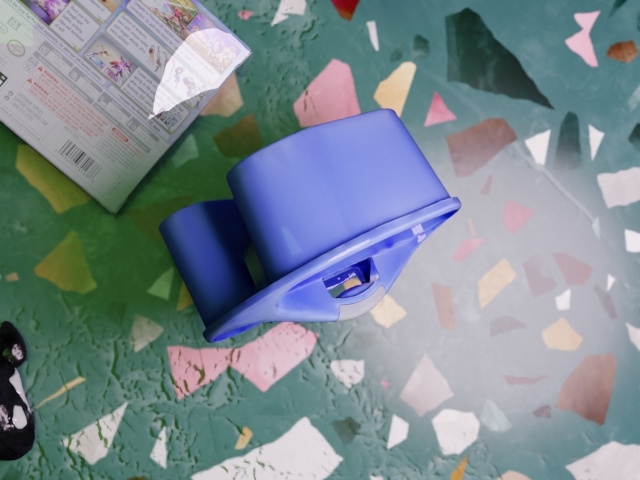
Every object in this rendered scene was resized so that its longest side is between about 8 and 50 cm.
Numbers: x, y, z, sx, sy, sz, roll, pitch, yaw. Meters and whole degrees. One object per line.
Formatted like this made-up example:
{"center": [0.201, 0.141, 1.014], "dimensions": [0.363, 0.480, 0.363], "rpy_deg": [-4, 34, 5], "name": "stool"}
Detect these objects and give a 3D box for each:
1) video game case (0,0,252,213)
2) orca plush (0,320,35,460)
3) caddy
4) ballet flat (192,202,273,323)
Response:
{"center": [-0.255, -0.208, 1.327], "dimensions": [0.269, 0.061, 0.244], "rpy_deg": [42, 84, -20], "name": "video game case"}
{"center": [-0.406, 0.115, 1.302], "dimensions": [0.151, 0.102, 0.287], "rpy_deg": [-20, 89, -8], "name": "orca plush"}
{"center": [0.000, 0.000, 1.256], "dimensions": [0.241, 0.341, 0.179], "rpy_deg": [-35, 82, 37], "name": "caddy"}
{"center": [-0.096, 0.022, 1.370], "dimensions": [0.168, 0.057, 0.052], "rpy_deg": [43, 73, -3], "name": "ballet flat"}
